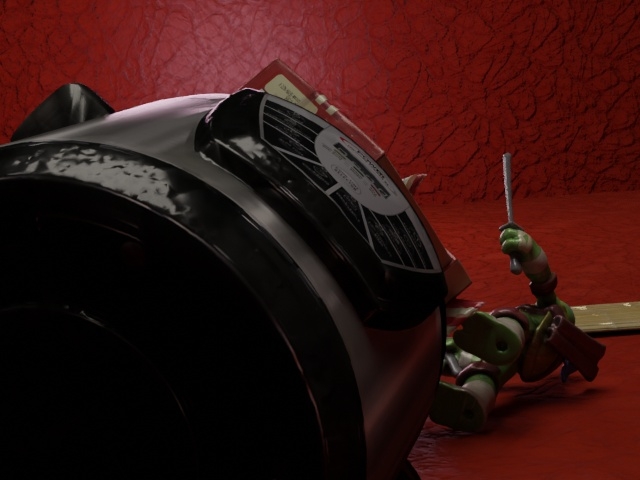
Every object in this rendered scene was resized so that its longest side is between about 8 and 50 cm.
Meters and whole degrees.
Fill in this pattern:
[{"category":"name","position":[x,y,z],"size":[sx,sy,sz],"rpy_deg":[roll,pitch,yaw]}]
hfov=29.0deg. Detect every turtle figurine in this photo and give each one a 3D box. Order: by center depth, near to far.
[{"category":"turtle figurine","position":[0.175,0.085,1.396],"size":[0.198,0.274,0.266],"rpy_deg":[-31,1,27]}]

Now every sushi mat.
[{"category":"sushi mat","position":[0.398,0.111,1.758],"size":[0.317,0.019,0.151],"rpy_deg":[-4,6,-2]}]

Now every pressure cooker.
[{"category":"pressure cooker","position":[-0.103,0.076,0.901],"size":[0.376,0.369,0.420],"rpy_deg":[5,13,15]}]

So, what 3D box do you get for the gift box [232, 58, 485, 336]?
[{"category":"gift box","position":[0.000,0.000,1.264],"size":[0.276,0.258,0.255],"rpy_deg":[-36,45,-1]}]
